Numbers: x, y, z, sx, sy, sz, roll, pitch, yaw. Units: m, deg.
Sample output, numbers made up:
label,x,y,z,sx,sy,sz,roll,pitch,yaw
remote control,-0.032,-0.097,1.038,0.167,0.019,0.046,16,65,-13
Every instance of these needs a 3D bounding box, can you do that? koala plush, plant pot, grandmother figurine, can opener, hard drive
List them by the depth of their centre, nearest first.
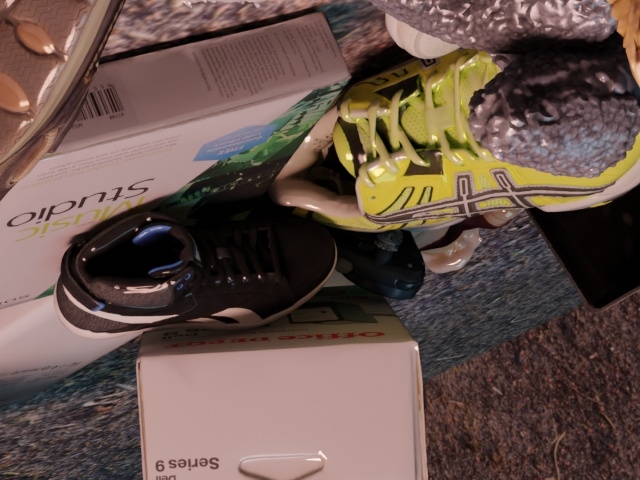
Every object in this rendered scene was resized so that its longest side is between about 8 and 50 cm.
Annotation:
label,x,y,z,sx,sy,sz,roll,pitch,yaw
koala plush,0.038,-0.154,0.651,0.221,0.203,0.196,1,128,-36
can opener,0.000,0.000,1.265,0.059,0.186,0.073,-70,-178,-57
hard drive,-0.243,0.077,1.416,0.353,0.047,0.233,-30,166,32
grandmother figurine,0.088,-0.026,1.460,0.207,0.104,0.342,3,177,16
plant pot,0.320,-0.070,1.488,0.167,0.188,0.187,-27,173,-39

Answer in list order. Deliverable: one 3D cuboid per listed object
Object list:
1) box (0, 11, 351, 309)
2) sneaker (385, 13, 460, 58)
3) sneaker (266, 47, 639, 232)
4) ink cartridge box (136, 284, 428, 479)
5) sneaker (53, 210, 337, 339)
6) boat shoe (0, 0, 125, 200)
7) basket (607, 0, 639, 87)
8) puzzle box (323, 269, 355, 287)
label,x,y,z,sx,sy,sz,roll,pitch,yaw
box,-0.136,-0.042,1.071,0.232,0.058,0.322,-17,168,-23
sneaker,0.162,-0.172,0.904,0.292,0.118,0.110,-29,168,33
sneaker,0.100,-0.070,1.082,0.147,0.145,0.384,-11,171,-34
ink cartridge box,-0.035,0.118,1.236,0.211,0.122,0.289,-4,-174,-4
sneaker,-0.077,0.018,1.096,0.217,0.079,0.121,-12,166,-18
boat shoe,-0.179,-0.085,0.731,0.355,0.132,0.130,-39,-175,41
basket,0.189,-0.169,0.540,0.223,0.299,0.213,-29,168,18
puzzle box,-0.087,0.206,1.599,0.272,0.052,0.409,10,101,-68
